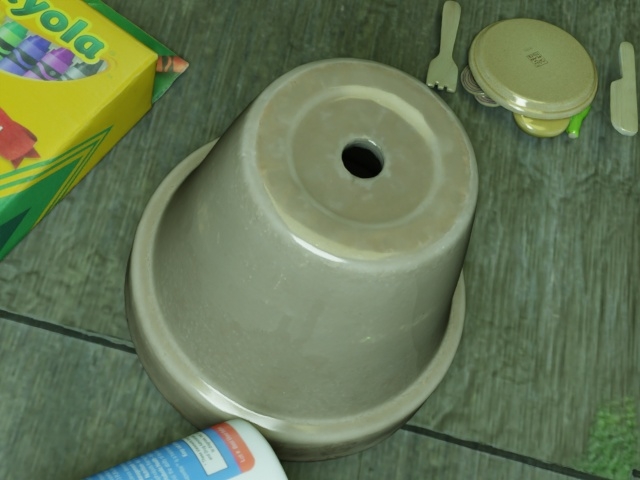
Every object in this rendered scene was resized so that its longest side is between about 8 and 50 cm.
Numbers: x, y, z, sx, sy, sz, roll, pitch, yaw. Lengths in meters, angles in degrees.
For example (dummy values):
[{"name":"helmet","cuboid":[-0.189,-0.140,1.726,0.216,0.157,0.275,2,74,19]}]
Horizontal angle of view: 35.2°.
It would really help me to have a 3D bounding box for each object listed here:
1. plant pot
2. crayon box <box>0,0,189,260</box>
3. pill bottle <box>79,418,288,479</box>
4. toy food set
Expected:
[{"name":"plant pot","cuboid":[0.000,0.000,0.696,0.263,0.229,0.263,5,65,-11]},{"name":"crayon box","cuboid":[-0.269,-0.111,0.765,0.202,0.081,0.318,35,61,5]},{"name":"pill bottle","cuboid":[-0.127,0.205,0.624,0.221,0.124,0.124,-18,71,-21]},{"name":"toy food set","cuboid":[0.193,-0.151,0.930,0.192,0.038,0.132,14,55,-1]}]
